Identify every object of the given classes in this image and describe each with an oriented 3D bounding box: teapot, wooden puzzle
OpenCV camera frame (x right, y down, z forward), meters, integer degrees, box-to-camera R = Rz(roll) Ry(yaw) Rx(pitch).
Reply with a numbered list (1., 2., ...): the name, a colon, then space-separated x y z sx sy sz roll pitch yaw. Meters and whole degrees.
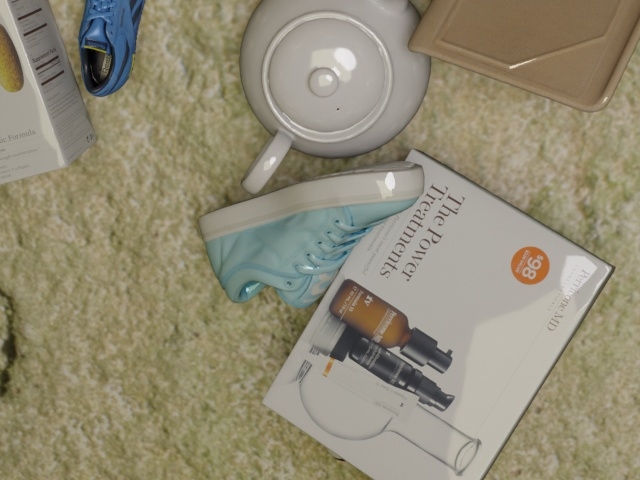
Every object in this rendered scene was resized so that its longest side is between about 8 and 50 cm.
1. teapot: 0.010 -0.199 1.457 0.253 0.187 0.256 -7 109 10
2. wooden puzzle: 0.246 -0.261 1.363 0.239 0.044 0.221 21 70 21

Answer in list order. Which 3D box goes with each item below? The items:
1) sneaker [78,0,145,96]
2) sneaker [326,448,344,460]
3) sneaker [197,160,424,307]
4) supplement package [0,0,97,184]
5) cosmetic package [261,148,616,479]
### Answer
1. sneaker: -0.262 -0.281 1.519 0.069 0.082 0.209 10 109 6
2. sneaker: 0.078 0.164 1.622 0.281 0.106 0.162 -37 98 18
3. sneaker: 0.000 0.000 1.491 0.366 0.135 0.150 -15 92 49
4. supplement package: -0.398 -0.206 1.533 0.139 0.134 0.244 -14 107 11
5. cosmetic package: 0.144 0.119 1.518 0.284 0.097 0.377 32 98 13
